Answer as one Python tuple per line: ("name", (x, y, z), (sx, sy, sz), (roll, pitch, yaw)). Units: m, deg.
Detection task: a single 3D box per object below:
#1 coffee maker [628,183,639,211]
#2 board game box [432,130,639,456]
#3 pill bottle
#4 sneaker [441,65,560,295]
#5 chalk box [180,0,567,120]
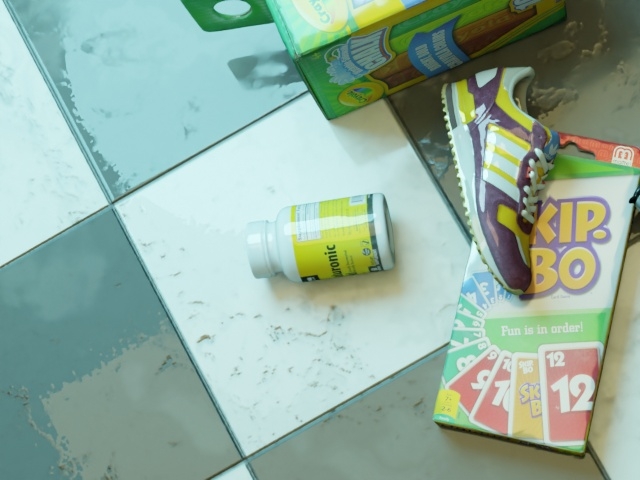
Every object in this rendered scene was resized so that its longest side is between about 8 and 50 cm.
("coffee maker", (0.358, -0.011, 1.372), (0.171, 0.120, 0.178), (-25, 75, -26))
("board game box", (0.179, 0.034, 1.422), (0.124, 0.039, 0.259), (11, 78, 11))
("pill bottle", (0.000, 0.000, 1.440), (0.116, 0.065, 0.065), (-8, 77, 8))
("sneaker", (0.154, -0.051, 1.391), (0.084, 0.069, 0.186), (-17, 76, 13))
("chalk box", (0.033, -0.225, 1.424), (0.289, 0.180, 0.179), (-24, 75, 5))
